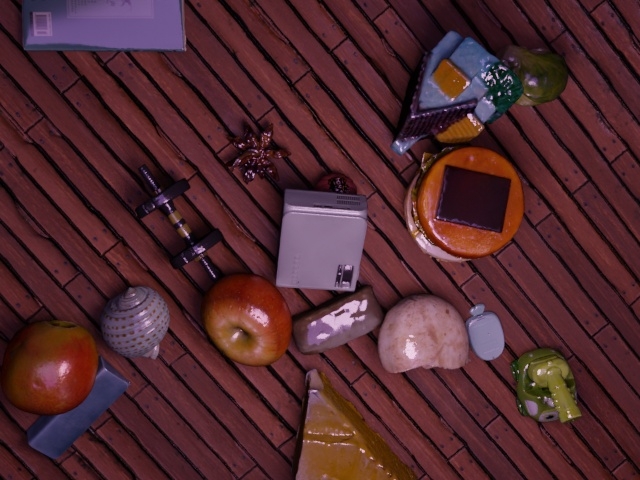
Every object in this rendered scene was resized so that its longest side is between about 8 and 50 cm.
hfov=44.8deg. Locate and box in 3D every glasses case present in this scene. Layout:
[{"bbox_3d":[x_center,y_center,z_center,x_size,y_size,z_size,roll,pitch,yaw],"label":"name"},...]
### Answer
[{"bbox_3d":[-0.602,0.419,1.921,0.105,0.056,0.266,44,91,-7],"label":"glasses case"}]

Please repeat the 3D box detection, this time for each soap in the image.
[{"bbox_3d":[0.112,0.496,1.936,0.339,0.169,0.304,9,106,-6],"label":"soap"}]

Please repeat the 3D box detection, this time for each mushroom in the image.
[{"bbox_3d":[0.242,0.224,1.910,0.254,0.195,0.188,4,84,-38],"label":"mushroom"}]

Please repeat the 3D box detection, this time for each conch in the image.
[{"bbox_3d":[-0.447,0.209,1.872,0.172,0.131,0.199,-12,97,-4],"label":"conch"}]

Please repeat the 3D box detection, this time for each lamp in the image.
[{"bbox_3d":[0.037,-0.115,1.895,0.108,0.092,0.107,4,56,-6],"label":"lamp"}]

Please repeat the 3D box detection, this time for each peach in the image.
[{"bbox_3d":[-0.637,0.299,1.824,0.231,0.231,0.230,-1,97,-5],"label":"peach"}]

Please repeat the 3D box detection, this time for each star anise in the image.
[{"bbox_3d":[-0.154,-0.211,1.889,0.168,0.057,0.167,-1,93,-14],"label":"star anise"}]

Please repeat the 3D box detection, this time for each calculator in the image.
[{"bbox_3d":[0.424,0.237,2.005,0.095,0.021,0.152,-19,101,-3],"label":"calculator"}]

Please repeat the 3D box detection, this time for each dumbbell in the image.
[{"bbox_3d":[-0.335,-0.039,1.847,0.143,0.143,0.325,-33,98,-1],"label":"dumbbell"}]

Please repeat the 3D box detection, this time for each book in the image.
[{"bbox_3d":[-0.510,-0.577,1.827,0.380,0.031,0.264,0,97,-5],"label":"book"}]

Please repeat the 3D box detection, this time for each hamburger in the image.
[{"bbox_3d":[0.333,-0.082,1.859,0.291,0.225,0.290,0,90,-8],"label":"hamburger"}]

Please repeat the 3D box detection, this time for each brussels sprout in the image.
[{"bbox_3d":[0.510,-0.400,1.884,0.183,0.131,0.145,1,91,-10],"label":"brussels sprout"}]

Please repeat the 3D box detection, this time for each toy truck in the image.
[{"bbox_3d":[0.575,0.363,1.951,0.148,0.210,0.186,-14,79,-3],"label":"toy truck"}]

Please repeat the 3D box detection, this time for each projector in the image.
[{"bbox_3d":[0.000,0.000,1.852,0.199,0.108,0.250,4,127,-5],"label":"projector"}]

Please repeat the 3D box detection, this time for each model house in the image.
[{"bbox_3d":[0.280,-0.298,1.784,0.230,0.280,0.248,41,84,4],"label":"model house"}]

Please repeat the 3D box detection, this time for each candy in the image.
[{"bbox_3d":[0.039,0.200,1.928,0.234,0.102,0.104,-26,98,-3],"label":"candy"}]

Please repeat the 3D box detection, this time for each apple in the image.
[{"bbox_3d":[-0.171,0.186,1.868,0.211,0.173,0.234,-11,113,24],"label":"apple"}]
